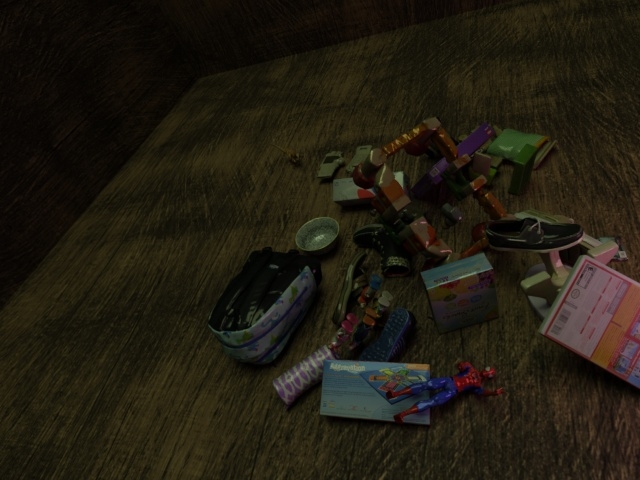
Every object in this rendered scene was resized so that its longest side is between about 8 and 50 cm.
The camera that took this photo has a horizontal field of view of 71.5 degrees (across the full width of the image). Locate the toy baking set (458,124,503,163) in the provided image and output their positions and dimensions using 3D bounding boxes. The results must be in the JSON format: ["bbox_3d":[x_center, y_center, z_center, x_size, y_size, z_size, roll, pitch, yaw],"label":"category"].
[{"bbox_3d":[0.641,-0.371,1.755,0.196,0.030,0.256,-21,41,9],"label":"toy baking set"}]

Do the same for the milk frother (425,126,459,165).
[{"bbox_3d":[0.464,-0.362,1.749,0.129,0.134,0.143,-43,29,28],"label":"milk frother"}]

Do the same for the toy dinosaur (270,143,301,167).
[{"bbox_3d":[-0.145,-0.415,2.127,0.064,0.112,0.211,-44,43,-20],"label":"toy dinosaur"}]

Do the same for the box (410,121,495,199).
[{"bbox_3d":[0.472,-0.281,1.605,0.293,0.201,0.057,-40,85,-9],"label":"box"}]

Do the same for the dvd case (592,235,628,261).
[{"bbox_3d":[0.795,0.026,1.267,0.119,0.013,0.087,-7,44,22],"label":"dvd case"}]

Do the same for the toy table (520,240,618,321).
[{"bbox_3d":[0.640,0.114,1.141,0.252,0.161,0.274,-32,40,-8],"label":"toy table"}]

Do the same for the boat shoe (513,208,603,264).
[{"bbox_3d":[0.690,-0.024,1.292,0.103,0.113,0.302,-38,39,-14],"label":"boat shoe"}]

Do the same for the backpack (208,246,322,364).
[{"bbox_3d":[-0.186,0.210,1.409,0.289,0.274,0.355,4,27,27],"label":"backpack"}]

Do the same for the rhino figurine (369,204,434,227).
[{"bbox_3d":[0.301,-0.088,1.590,0.243,0.073,0.106,25,64,40],"label":"rhino figurine"}]

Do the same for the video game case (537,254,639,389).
[{"bbox_3d":[0.660,0.188,0.979,0.285,0.025,0.204,30,89,7],"label":"video game case"}]

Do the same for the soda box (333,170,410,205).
[{"bbox_3d":[0.194,-0.195,1.710,0.286,0.098,0.091,-3,79,25],"label":"soda box"}]

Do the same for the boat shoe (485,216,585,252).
[{"bbox_3d":[0.549,-0.020,1.151,0.233,0.079,0.084,-1,42,33],"label":"boat shoe"}]

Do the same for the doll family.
[{"bbox_3d":[0.128,0.236,1.266,0.118,0.163,0.263,34,51,10],"label":"doll family"}]

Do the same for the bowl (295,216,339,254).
[{"bbox_3d":[0.000,0.000,1.640,0.170,0.080,0.170,-14,41,13],"label":"bowl"}]

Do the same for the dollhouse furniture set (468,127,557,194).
[{"bbox_3d":[0.686,-0.334,1.571,0.197,0.151,0.301,30,64,32],"label":"dollhouse furniture set"}]

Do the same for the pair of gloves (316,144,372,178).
[{"bbox_3d":[0.110,-0.341,1.977,0.240,0.042,0.204,-6,41,18],"label":"pair of gloves"}]

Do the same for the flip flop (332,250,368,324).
[{"bbox_3d":[0.108,0.153,1.419,0.080,0.112,0.277,17,49,6],"label":"flip flop"}]

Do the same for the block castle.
[{"bbox_3d":[0.333,-0.116,1.362,0.303,0.213,0.453,-34,83,-15],"label":"block castle"}]

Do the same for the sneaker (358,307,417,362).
[{"bbox_3d":[0.192,0.299,1.239,0.081,0.090,0.232,35,89,43],"label":"sneaker"}]

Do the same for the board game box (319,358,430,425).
[{"bbox_3d":[0.139,0.387,1.148,0.281,0.027,0.145,-2,68,17],"label":"board game box"}]

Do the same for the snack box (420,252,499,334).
[{"bbox_3d":[0.378,0.148,1.197,0.174,0.207,0.070,-19,41,8],"label":"snack box"}]

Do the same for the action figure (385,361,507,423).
[{"bbox_3d":[0.309,0.346,1.045,0.280,0.139,0.092,-14,73,-17],"label":"action figure"}]

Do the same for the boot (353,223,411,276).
[{"bbox_3d":[0.207,0.033,1.500,0.236,0.085,0.179,-2,48,24],"label":"boot"}]

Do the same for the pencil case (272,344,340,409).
[{"bbox_3d":[-0.035,0.381,1.259,0.206,0.088,0.086,-32,-3,-7],"label":"pencil case"}]
